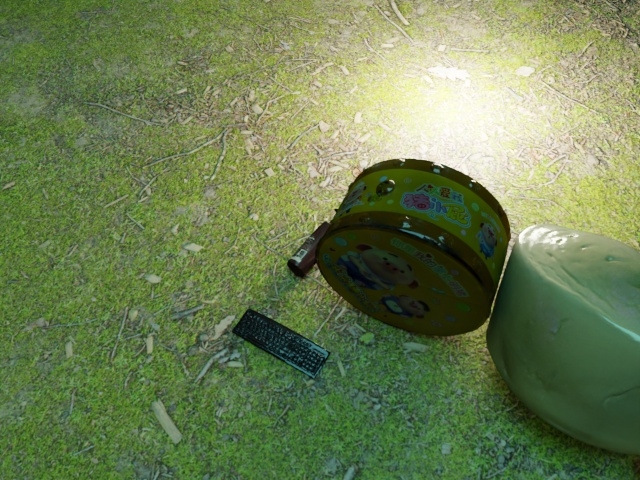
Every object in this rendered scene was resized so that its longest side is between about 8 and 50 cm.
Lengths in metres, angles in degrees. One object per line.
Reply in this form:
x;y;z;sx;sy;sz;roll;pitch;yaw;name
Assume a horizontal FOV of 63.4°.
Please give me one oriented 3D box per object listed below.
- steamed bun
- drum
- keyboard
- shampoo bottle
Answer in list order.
0.558;0.205;1.072;0.290;0.371;0.456;-24;43;-28;steamed bun
0.216;0.028;1.217;0.431;0.431;0.214;19;58;14;drum
-0.100;0.254;1.307;0.251;0.017;0.087;25;61;19;keyboard
-0.001;0.000;1.451;0.068;0.067;0.236;36;63;12;shampoo bottle
